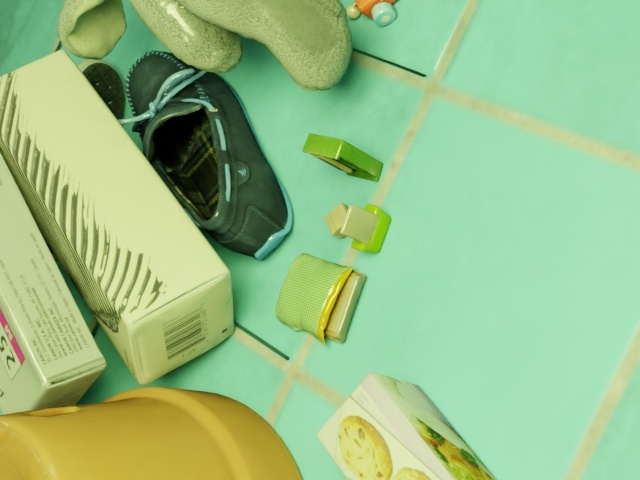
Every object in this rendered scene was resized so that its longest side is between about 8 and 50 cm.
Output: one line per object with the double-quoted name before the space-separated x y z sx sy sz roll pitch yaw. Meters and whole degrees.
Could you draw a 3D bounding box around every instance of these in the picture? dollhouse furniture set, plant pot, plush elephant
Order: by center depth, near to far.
"plant pot" -0.176 0.244 0.836 0.291 0.203 0.290 -13 68 37
"dollhouse furniture set" 0.000 0.000 0.866 0.076 0.059 0.151 18 87 42
"plush elephant" -0.113 -0.276 0.923 0.255 0.330 0.271 -142 61 -77

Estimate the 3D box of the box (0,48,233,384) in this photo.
"box" -0.183 -0.023 0.939 0.094 0.113 0.275 -29 61 -20

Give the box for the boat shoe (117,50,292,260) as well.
"boat shoe" -0.108 -0.094 0.967 0.109 0.089 0.258 -54 50 12

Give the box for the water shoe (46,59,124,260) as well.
"water shoe" -0.253 -0.081 1.095 0.080 0.073 0.203 1 75 45

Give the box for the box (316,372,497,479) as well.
"box" 0.113 0.214 0.697 0.067 0.063 0.324 -52 50 16

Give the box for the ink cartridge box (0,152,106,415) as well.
"ink cartridge box" -0.300 0.039 0.980 0.275 0.060 0.239 61 143 12

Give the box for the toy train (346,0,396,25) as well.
"toy train" 0.049 -0.266 0.922 0.125 0.046 0.166 -30 59 29
